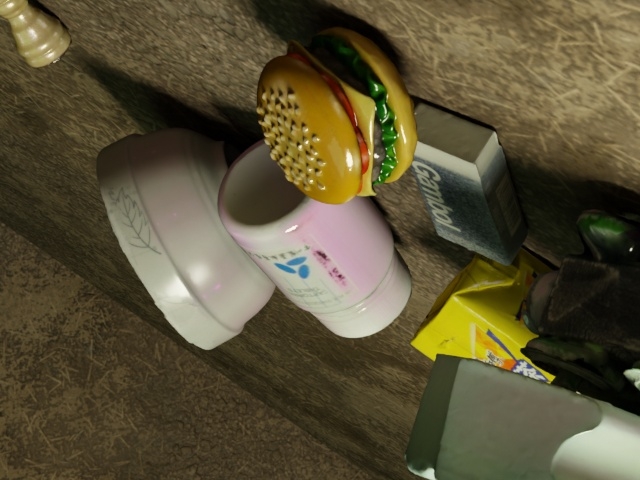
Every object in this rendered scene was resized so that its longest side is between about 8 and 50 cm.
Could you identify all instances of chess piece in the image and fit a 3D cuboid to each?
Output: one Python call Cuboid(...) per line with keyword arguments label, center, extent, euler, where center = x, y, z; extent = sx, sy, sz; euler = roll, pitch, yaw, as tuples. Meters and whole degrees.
Cuboid(label="chess piece", center=(-0.357, -0.270, 1.720), extent=(0.066, 0.066, 0.122), euler=(19, 154, 42))

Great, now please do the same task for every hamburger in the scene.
Cuboid(label="hamburger", center=(0.013, -0.114, 1.313), extent=(0.162, 0.115, 0.162), euler=(44, 149, 35))

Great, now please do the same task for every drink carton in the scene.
Cuboid(label="drink carton", center=(0.285, 0.151, 1.576), extent=(0.351, 0.111, 0.154), euler=(36, 151, 3))

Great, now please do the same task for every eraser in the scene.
Cuboid(label="eraser", center=(0.144, -0.053, 1.420), extent=(0.092, 0.046, 0.212), euler=(25, 163, 26))

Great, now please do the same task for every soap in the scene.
Cuboid(label="soap", center=(0.257, 0.211, 1.283), extent=(0.347, 0.115, 0.208), euler=(22, 172, -19))

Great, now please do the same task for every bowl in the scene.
Cuboid(label="bowl", center=(-0.141, -0.021, 1.774), extent=(0.287, 0.144, 0.287), euler=(59, -169, -19))

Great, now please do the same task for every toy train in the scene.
Cuboid(label="toy train", center=(0.338, 0.091, 1.281), extent=(0.249, 0.173, 0.307), euler=(32, 167, -33))

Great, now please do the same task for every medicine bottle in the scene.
Cuboid(label="medicine bottle", center=(0.000, 0.000, 1.668), extent=(0.152, 0.152, 0.254), euler=(20, 159, 39))
